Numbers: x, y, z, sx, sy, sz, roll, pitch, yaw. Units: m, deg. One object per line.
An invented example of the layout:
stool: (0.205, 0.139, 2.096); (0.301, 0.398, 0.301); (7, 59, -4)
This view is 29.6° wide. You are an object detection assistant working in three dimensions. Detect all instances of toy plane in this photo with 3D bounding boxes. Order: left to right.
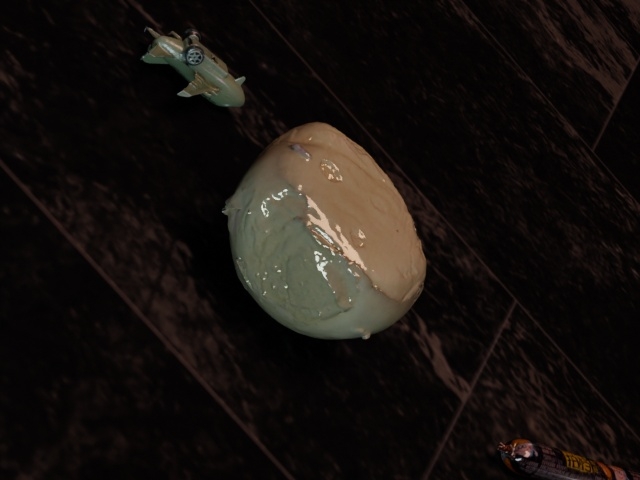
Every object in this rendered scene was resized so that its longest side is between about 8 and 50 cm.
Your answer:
toy plane: (-0.080, -0.114, 0.801); (0.083, 0.033, 0.080); (29, 25, -30)

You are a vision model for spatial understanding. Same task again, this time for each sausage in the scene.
sausage: (0.192, 0.166, 0.861); (0.198, 0.025, 0.028); (22, 45, -37)

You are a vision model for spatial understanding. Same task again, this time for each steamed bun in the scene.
steamed bun: (0.000, 0.000, 0.732); (0.130, 0.091, 0.112); (49, 38, -8)
